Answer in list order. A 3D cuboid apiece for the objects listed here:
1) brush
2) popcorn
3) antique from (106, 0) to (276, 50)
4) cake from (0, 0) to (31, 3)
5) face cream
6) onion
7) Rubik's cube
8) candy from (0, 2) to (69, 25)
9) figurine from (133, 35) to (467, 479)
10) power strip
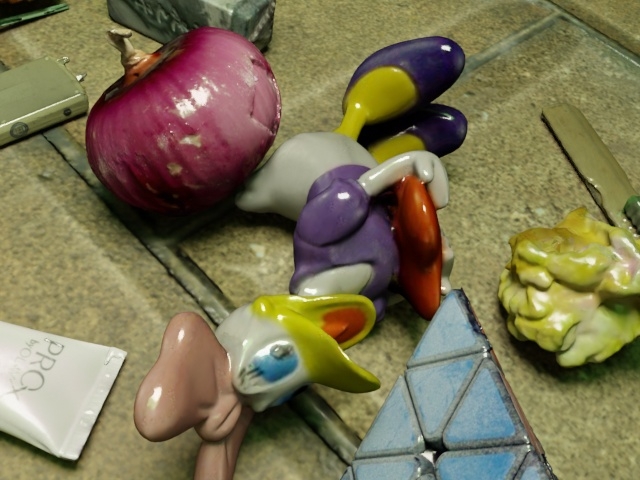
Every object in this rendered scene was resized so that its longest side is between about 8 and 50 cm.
[{"bbox_3d":[0.317,-0.051,0.684,0.054,0.048,0.282,-6,53,-18],"label":"brush"},{"bbox_3d":[0.225,0.039,0.556,0.145,0.126,0.125,1,26,10],"label":"popcorn"},{"bbox_3d":[-0.142,-0.269,0.738,0.183,0.088,0.086,27,54,11],"label":"antique"},{"bbox_3d":[-0.430,-0.380,0.688,0.293,0.196,0.199,34,48,26],"label":"cake"},{"bbox_3d":[-0.273,0.082,0.471,0.244,0.058,0.092,18,47,-4],"label":"face cream"},{"bbox_3d":[-0.119,-0.105,0.568,0.153,0.177,0.177,43,55,-5],"label":"onion"},{"bbox_3d":[0.063,0.169,0.401,0.178,0.190,0.211,-29,88,8],"label":"Rubik's cube"},{"bbox_3d":[-0.353,-0.232,0.707,0.185,0.049,0.055,-35,97,-39],"label":"candy"},{"bbox_3d":[0.006,-0.003,0.521,0.193,0.154,0.420,2,46,16],"label":"figurine"},{"bbox_3d":[-0.304,-0.130,0.640,0.169,0.028,0.076,-32,64,-27],"label":"power strip"}]
